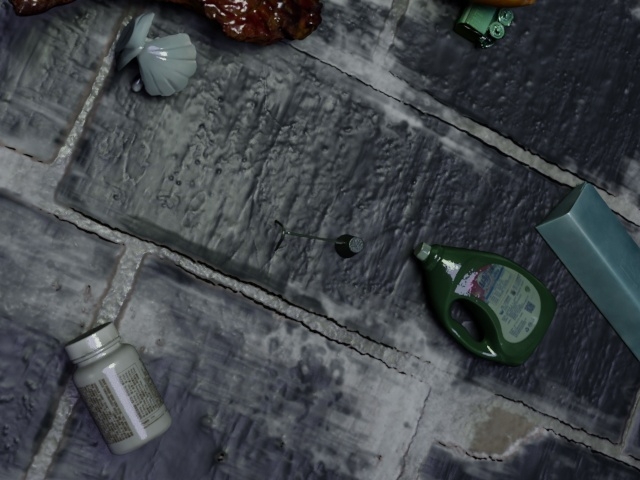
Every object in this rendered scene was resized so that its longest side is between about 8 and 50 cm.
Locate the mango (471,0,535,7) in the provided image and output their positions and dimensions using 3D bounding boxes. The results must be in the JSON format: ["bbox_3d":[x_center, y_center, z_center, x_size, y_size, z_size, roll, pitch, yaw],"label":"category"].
[{"bbox_3d":[0.185,-0.400,1.109,0.252,0.126,0.154,29,72,5],"label":"mango"}]

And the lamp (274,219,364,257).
[{"bbox_3d":[0.001,0.000,1.078,0.121,0.054,0.041,8,85,-19],"label":"lamp"}]

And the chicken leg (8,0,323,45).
[{"bbox_3d":[-0.172,-0.299,0.986,0.407,0.096,0.158,-6,66,-38],"label":"chicken leg"}]

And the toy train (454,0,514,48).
[{"bbox_3d":[0.243,-0.338,1.184,0.071,0.038,0.148,28,80,-13],"label":"toy train"}]

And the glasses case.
[{"bbox_3d":[0.434,0.046,1.224,0.105,0.056,0.266,-43,101,-15],"label":"glasses case"}]

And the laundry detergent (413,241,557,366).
[{"bbox_3d":[0.209,0.075,1.143,0.211,0.063,0.137,32,85,-15],"label":"laundry detergent"}]

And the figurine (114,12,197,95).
[{"bbox_3d":[-0.198,-0.217,1.017,0.086,0.082,0.094,27,103,-32],"label":"figurine"}]

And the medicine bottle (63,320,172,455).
[{"bbox_3d":[-0.236,0.169,0.976,0.079,0.079,0.140,-28,97,-18],"label":"medicine bottle"}]
